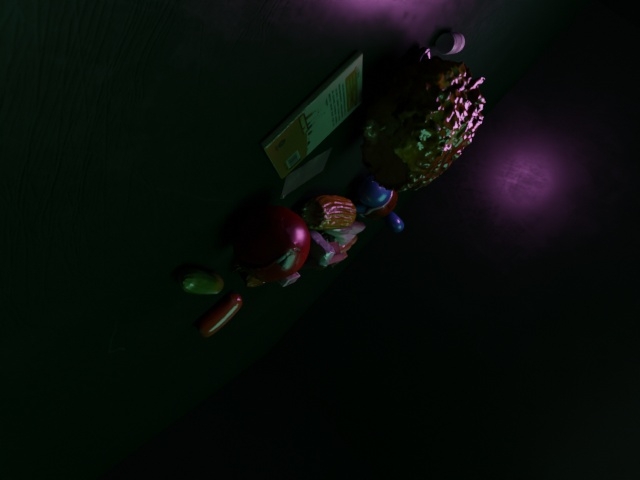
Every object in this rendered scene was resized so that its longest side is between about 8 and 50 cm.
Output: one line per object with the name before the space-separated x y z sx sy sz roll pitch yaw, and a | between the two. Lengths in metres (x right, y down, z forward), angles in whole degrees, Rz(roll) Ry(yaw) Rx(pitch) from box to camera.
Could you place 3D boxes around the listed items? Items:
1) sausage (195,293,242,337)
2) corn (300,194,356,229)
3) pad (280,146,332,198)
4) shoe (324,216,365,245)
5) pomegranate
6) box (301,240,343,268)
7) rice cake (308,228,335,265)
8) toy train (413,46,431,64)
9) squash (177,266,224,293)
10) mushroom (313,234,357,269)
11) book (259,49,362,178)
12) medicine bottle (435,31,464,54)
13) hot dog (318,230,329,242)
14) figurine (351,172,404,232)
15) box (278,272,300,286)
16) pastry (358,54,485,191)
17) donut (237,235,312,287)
sausage | -0.368 0.272 1.481 0.197 0.076 0.076 -44 169 -15
corn | 0.032 -0.100 1.441 0.131 0.131 0.344 -49 167 16
pad | -0.040 -0.195 1.171 0.188 0.006 0.113 -39 166 -31
shoe | 0.070 -0.034 1.752 0.317 0.124 0.159 -5 138 -55
pomegranate | -0.140 0.010 1.075 0.236 0.209 0.210 -22 179 25
box | -0.039 0.063 1.624 0.216 0.085 0.215 -10 179 20
rice cake | -0.030 -0.001 1.428 0.063 0.206 0.069 -12 143 -46
toy train | 0.302 -0.509 1.176 0.043 0.047 0.207 -49 167 12
squash | -0.324 0.114 1.101 0.069 0.069 0.239 -45 169 -3
mushroom | 0.066 0.042 1.987 0.278 0.146 0.278 -37 180 0
book | -0.008 -0.281 0.948 0.295 0.020 0.208 -45 168 -4
medicine bottle | 0.381 -0.578 1.182 0.091 0.058 0.058 -33 163 -46
hot dog | 0.000 0.000 1.846 0.289 0.068 0.083 -41 175 -26
figurine | 0.237 -0.180 1.780 0.298 0.242 0.416 -37 149 5
box | -0.153 0.147 1.760 0.043 0.089 0.125 -49 167 18
pastry | 0.278 -0.325 1.124 0.338 0.292 0.405 -37 165 -9
donut | -0.164 0.040 1.333 0.272 0.107 0.272 -38 166 -11
